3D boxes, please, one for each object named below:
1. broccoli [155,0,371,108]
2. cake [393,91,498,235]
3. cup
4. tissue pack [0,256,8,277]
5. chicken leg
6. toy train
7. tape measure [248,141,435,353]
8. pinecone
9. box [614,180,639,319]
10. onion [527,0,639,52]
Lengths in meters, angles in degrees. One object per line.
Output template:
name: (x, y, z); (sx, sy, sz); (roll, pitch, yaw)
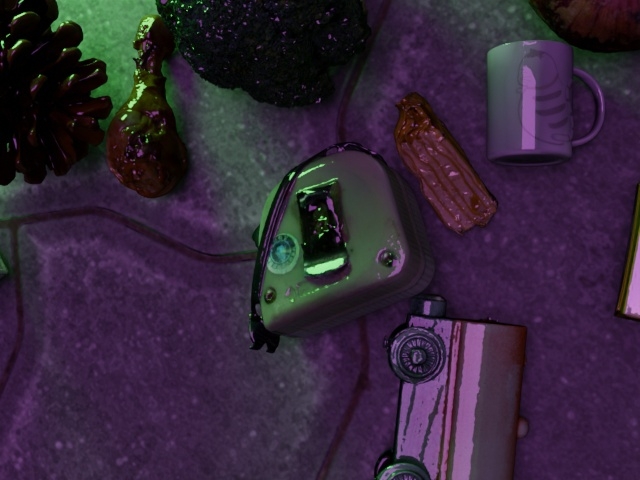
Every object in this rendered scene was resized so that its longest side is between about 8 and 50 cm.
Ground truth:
broccoli: (-0.072, -0.308, 0.987); (0.307, 0.308, 0.275); (15, 55, 15)
cake: (0.140, -0.099, 1.013); (0.079, 0.116, 0.185); (-40, 109, 13)
cup: (0.262, -0.158, 0.952); (0.136, 0.099, 0.133); (1, 85, 15)
tissue pack: (-0.646, 0.051, 1.143); (0.338, 0.160, 0.242); (-37, 76, 10)
chicken leg: (-0.227, -0.180, 1.091); (0.087, 0.107, 0.252); (-6, 75, 29)
toy train: (0.154, 0.208, 0.953); (0.177, 0.116, 0.285); (6, 86, 3)
tape measure: (0.000, 0.000, 0.985); (0.235, 0.115, 0.207); (-24, 68, 24)
pinecone: (-0.388, -0.190, 1.042); (0.264, 0.264, 0.264); (-1, 85, 15)
box: (0.468, 0.030, 0.884); (0.265, 0.097, 0.168); (9, 88, 16)
onion: (0.333, -0.331, 0.901); (0.246, 0.190, 0.246); (1, 97, 11)
